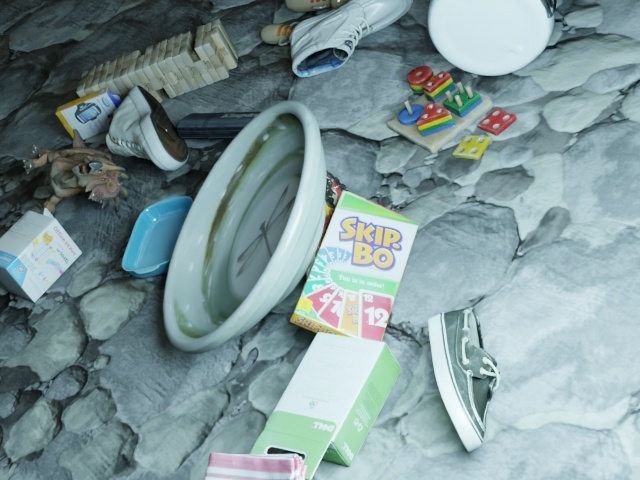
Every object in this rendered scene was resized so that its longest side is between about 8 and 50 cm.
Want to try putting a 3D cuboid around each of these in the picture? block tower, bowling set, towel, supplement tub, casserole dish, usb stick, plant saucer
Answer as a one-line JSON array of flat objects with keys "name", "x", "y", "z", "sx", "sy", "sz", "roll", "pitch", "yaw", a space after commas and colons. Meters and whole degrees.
[{"name": "block tower", "x": -0.342, "y": -0.343, "z": 2.184, "sx": 0.336, "sy": 0.097, "sz": 0.091, "roll": -19, "pitch": 38, "yaw": 14}, {"name": "bowling set", "x": -0.029, "y": -0.539, "z": 2.133, "sx": 0.154, "sy": 0.200, "sz": 0.287, "roll": 8, "pitch": 55, "yaw": 37}, {"name": "towel", "x": -0.094, "y": 0.346, "z": 1.242, "sx": 0.144, "sy": 0.029, "sz": 0.197, "roll": -7, "pitch": 62, "yaw": 34}, {"name": "supplement tub", "x": 0.302, "y": -0.456, "z": 1.810, "sx": 0.207, "sy": 0.207, "sz": 0.338, "roll": -9, "pitch": 41, "yaw": 24}, {"name": "casserole dish", "x": -0.267, "y": -0.002, "z": 1.793, "sx": 0.114, "sy": 0.037, "sz": 0.188, "roll": -13, "pitch": 39, "yaw": 20}, {"name": "usb stick", "x": -0.143, "y": -0.210, "z": 1.934, "sx": 0.278, "sy": 0.045, "sz": 0.077, "roll": 4, "pitch": 21, "yaw": 34}, {"name": "plant saucer", "x": -0.092, "y": -0.008, "z": 1.562, "sx": 0.400, "sy": 0.101, "sz": 0.400, "roll": -44, "pitch": 32, "yaw": 36}]

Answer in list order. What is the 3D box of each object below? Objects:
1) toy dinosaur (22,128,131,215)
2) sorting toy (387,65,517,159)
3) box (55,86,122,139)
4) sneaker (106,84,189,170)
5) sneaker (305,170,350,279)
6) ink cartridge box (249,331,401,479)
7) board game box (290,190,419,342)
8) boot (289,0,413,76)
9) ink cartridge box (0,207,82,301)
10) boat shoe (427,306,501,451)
[{"name": "toy dinosaur", "x": -0.435, "y": -0.127, "z": 1.985, "sx": 0.200, "sy": 0.127, "sz": 0.295, "roll": -12, "pitch": 24, "yaw": 7}, {"name": "sorting toy", "x": 0.194, "y": -0.215, "z": 1.735, "sx": 0.132, "sy": 0.046, "sz": 0.274, "roll": -38, "pitch": 39, "yaw": -11}, {"name": "box", "x": -0.462, "y": -0.260, "z": 2.175, "sx": 0.136, "sy": 0.081, "sz": 0.028, "roll": -20, "pitch": 38, "yaw": 11}, {"name": "sneaker", "x": -0.335, "y": -0.183, "z": 2.011, "sx": 0.123, "sy": 0.106, "sz": 0.290, "roll": -45, "pitch": 34, "yaw": 7}, {"name": "sneaker", "x": 0.000, "y": 0.000, "z": 1.600, "sx": 0.093, "sy": 0.088, "sz": 0.225, "roll": -36, "pitch": 33, "yaw": 29}, {"name": "ink cartridge box", "x": 0.005, "y": 0.220, "z": 1.344, "sx": 0.109, "sy": 0.062, "sz": 0.209, "roll": 6, "pitch": 51, "yaw": 36}, {"name": "board game box", "x": 0.055, "y": 0.034, "z": 1.495, "sx": 0.124, "sy": 0.039, "sz": 0.259, "roll": 24, "pitch": 48, "yaw": -2}, {"name": "boot", "x": 0.060, "y": -0.387, "z": 1.995, "sx": 0.258, "sy": 0.095, "sz": 0.123, "roll": -23, "pitch": 43, "yaw": 21}, {"name": "ink cartridge box", "x": -0.503, "y": 0.020, "z": 1.872, "sx": 0.090, "sy": 0.092, "sz": 0.143, "roll": 15, "pitch": 56, "yaw": 42}, {"name": "boat shoe", "x": 0.180, "y": 0.158, "z": 1.292, "sx": 0.070, "sy": 0.077, "sz": 0.219, "roll": -21, "pitch": 36, "yaw": 12}]
